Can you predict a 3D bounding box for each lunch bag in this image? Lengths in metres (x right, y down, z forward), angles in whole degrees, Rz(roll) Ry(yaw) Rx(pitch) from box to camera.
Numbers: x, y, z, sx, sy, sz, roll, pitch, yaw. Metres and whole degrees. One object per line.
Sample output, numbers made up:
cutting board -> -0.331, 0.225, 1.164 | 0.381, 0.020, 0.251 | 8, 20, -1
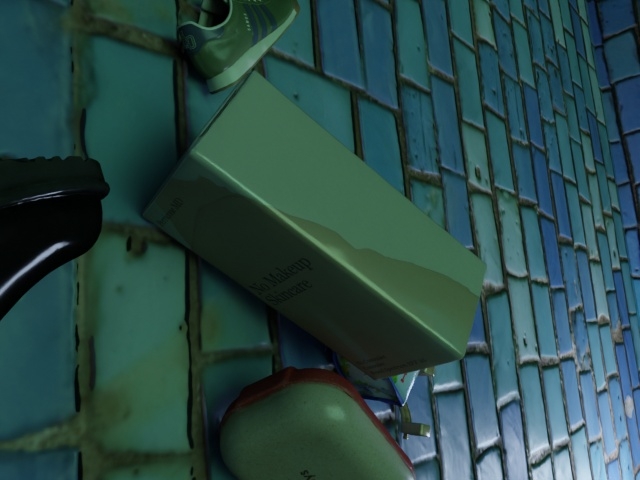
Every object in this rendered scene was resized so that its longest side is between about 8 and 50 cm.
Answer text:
lunch bag -> 0.071, 0.112, 0.700 | 0.128, 0.096, 0.151 | -53, 129, -41

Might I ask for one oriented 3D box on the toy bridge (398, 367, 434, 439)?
toy bridge -> 0.129, 0.181, 0.770 | 0.026, 0.063, 0.188 | 30, 61, -40

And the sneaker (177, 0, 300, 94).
sneaker -> -0.092, -0.257, 0.628 | 0.086, 0.064, 0.192 | 53, 49, -32

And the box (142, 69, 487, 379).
box -> 0.000, 0.000, 0.550 | 0.311, 0.148, 0.121 | 37, 54, -14

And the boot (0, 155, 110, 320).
boot -> -0.238, 0.105, 0.325 | 0.348, 0.131, 0.260 | -39, 117, -56

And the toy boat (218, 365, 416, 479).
toy boat -> 0.004, 0.210, 0.591 | 0.231, 0.151, 0.151 | 56, 17, -23
